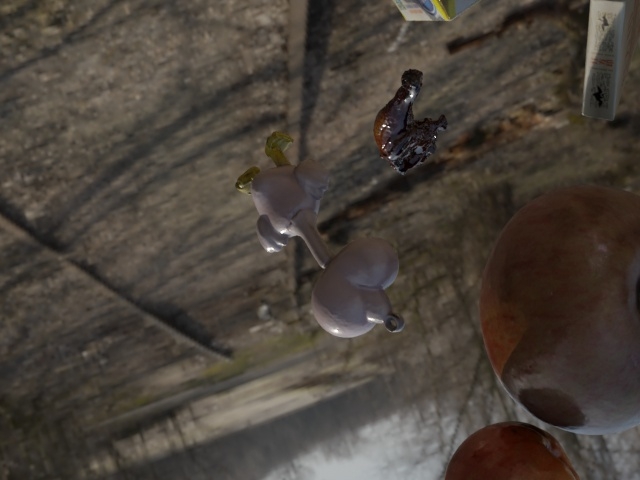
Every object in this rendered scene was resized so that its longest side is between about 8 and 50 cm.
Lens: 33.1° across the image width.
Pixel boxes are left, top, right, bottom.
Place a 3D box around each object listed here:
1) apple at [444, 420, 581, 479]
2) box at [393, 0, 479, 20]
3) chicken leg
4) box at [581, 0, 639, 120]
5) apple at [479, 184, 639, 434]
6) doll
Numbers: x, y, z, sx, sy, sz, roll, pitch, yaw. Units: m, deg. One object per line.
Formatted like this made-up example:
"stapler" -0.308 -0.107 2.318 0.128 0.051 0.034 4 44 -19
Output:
"apple" 0.275 0.346 1.484 0.164 0.209 0.209 -46 167 8
"box" 0.177 -0.371 1.410 0.168 0.097 0.265 -35 -166 -1
"chicken leg" 0.101 -0.133 1.260 0.093 0.053 0.205 -36 164 6
"box" 0.434 -0.363 1.514 0.051 0.365 0.205 13 141 19
"apple" 0.379 0.093 1.470 0.344 0.345 0.269 -19 175 -13
"doll" 0.000 0.000 1.547 0.094 0.365 0.160 2 132 -55
